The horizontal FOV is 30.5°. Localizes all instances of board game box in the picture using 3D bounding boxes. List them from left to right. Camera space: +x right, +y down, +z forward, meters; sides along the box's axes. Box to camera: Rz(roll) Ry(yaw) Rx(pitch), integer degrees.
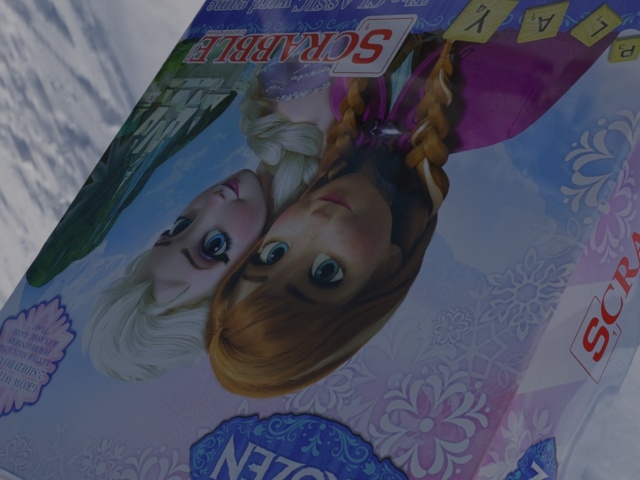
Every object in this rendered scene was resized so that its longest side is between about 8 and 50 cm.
[{"bbox_3d":[0.000,0.000,0.541,0.319,0.318,0.066,8,152,45],"label":"board game box"}]
